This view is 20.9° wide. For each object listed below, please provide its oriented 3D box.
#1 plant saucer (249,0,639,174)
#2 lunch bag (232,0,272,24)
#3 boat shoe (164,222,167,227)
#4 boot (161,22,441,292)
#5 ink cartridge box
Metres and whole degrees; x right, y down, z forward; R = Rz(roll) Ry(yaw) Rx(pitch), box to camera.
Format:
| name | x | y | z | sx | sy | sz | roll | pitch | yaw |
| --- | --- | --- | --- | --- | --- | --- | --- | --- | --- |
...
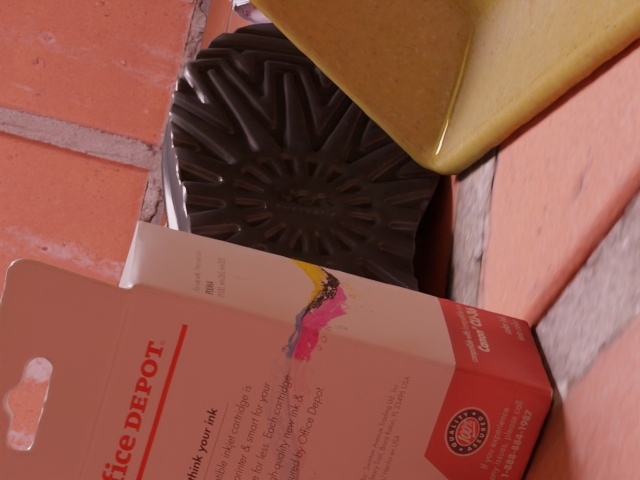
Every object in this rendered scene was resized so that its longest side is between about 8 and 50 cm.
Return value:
| name | x | y | z | sx | sy | sz | roll | pitch | yaw |
| --- | --- | --- | --- | --- | --- | --- | --- | --- | --- |
| plant saucer | 0.000 | -0.197 | 0.721 | 0.081 | 0.333 | 0.333 | -47 | 2 | -16 |
| lunch bag | -0.037 | -0.233 | 1.595 | 0.053 | 0.083 | 0.071 | 119 | 164 | -58 |
| boat shoe | -0.041 | -0.010 | 1.175 | 0.341 | 0.121 | 0.110 | -61 | 8 | 19 |
| boot | -0.060 | 0.148 | 0.968 | 0.367 | 0.146 | 0.445 | -83 | 8 | -52 |
| ink cartridge box | -0.028 | 0.067 | 0.648 | 0.067 | 0.198 | 0.115 | -97 | 24 | -68 |
